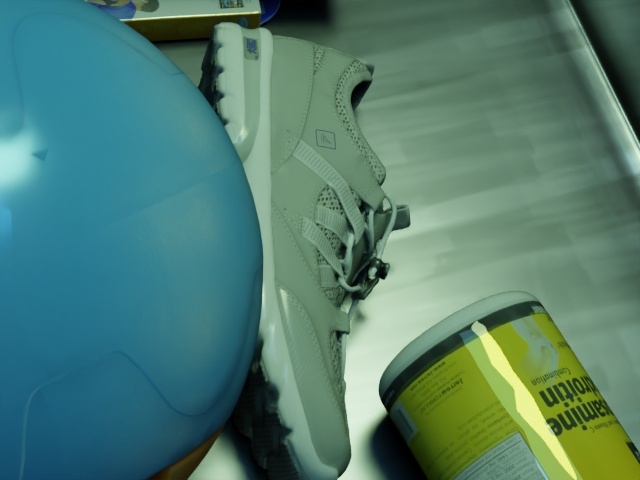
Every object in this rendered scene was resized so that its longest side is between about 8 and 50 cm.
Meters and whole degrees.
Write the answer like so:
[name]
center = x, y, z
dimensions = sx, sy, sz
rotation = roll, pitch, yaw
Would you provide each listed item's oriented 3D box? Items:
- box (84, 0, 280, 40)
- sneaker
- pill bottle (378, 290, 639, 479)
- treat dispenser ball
[box]
center = -0.094, -0.164, 1.020
dimensions = 0.136, 0.028, 0.081
rotation = -6, 64, -9
[sneaker]
center = 0.000, 0.000, 0.908
dimensions = 0.115, 0.105, 0.281
rotation = 0, 65, -13
[pill bottle]
center = 0.116, 0.126, 0.861
dimensions = 0.103, 0.103, 0.184
rotation = -25, 70, -19
[treat dispenser ball]
center = -0.170, 0.019, 0.771
dimensions = 0.288, 0.288, 0.288
rotation = 3, 63, -6
